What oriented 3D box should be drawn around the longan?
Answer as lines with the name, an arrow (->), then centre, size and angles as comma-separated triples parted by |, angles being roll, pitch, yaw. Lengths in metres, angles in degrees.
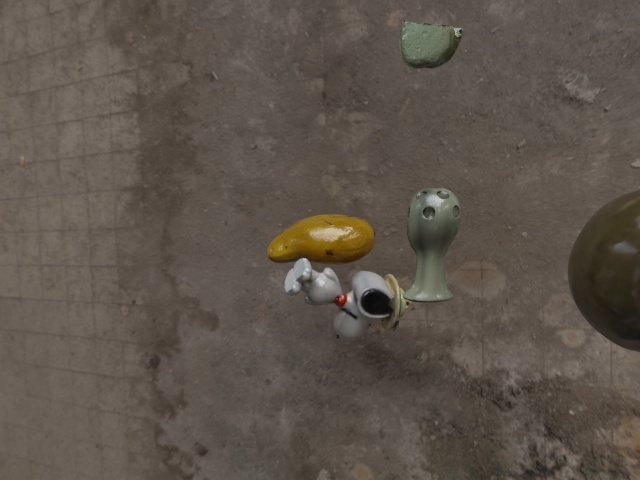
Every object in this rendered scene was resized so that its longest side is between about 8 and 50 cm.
longan -> 0.649, 0.054, 0.806 | 0.362, 0.361, 0.360 | 1, 94, 23

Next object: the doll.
doll -> 0.068, 0.123, 1.007 | 0.208, 0.144, 0.271 | -37, 118, 8

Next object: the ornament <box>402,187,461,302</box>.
ornament -> 0.154, 0.004, 0.611 | 0.075, 0.081, 0.156 | -1, 99, -7

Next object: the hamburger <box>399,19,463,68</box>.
hamburger -> 0.209, -0.383, 0.863 | 0.121, 0.054, 0.084 | 23, 119, 25

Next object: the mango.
mango -> 0.000, -0.005, 1.046 | 0.263, 0.157, 0.108 | -4, 119, 3
